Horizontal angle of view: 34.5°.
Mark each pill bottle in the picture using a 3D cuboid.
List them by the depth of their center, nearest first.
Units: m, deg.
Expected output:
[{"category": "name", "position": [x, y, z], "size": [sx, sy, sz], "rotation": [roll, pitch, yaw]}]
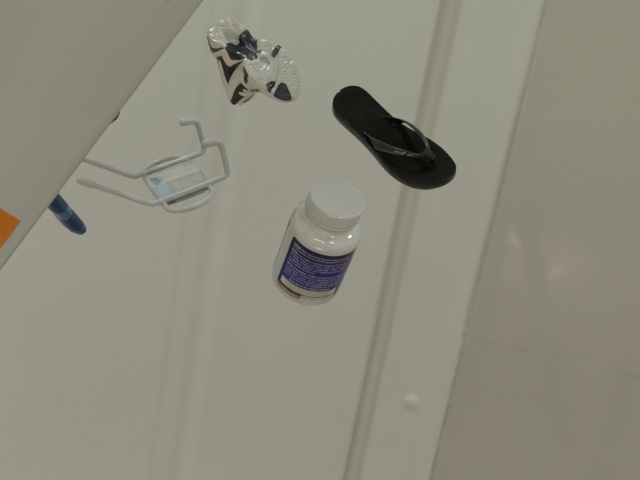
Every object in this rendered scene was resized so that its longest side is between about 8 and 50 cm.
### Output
[{"category": "pill bottle", "position": [0.000, 0.000, 1.550], "size": [0.112, 0.187, 0.112], "rotation": [11, 45, -11]}]

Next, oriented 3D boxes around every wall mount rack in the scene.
[{"category": "wall mount rack", "position": [-0.364, -0.153, 2.167], "size": [0.304, 0.131, 0.350], "rotation": [-21, 25, -14]}]

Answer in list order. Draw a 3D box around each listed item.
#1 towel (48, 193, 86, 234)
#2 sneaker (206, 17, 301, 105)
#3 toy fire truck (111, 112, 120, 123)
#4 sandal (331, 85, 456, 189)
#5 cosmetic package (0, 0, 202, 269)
[{"category": "towel", "position": [-0.423, -0.058, 1.645], "size": [0.029, 0.119, 0.067], "rotation": [-43, 44, -12]}, {"category": "sneaker", "position": [-0.117, -0.300, 1.942], "size": [0.235, 0.153, 0.094], "rotation": [35, 67, 25]}, {"category": "toy fire truck", "position": [-0.447, -0.272, 1.802], "size": [0.192, 0.047, 0.135], "rotation": [51, 23, -4]}, {"category": "sandal", "position": [0.123, -0.178, 1.779], "size": [0.254, 0.054, 0.097], "rotation": [37, 67, 10]}, {"category": "cosmetic package", "position": [-0.346, -0.161, 1.075], "size": [0.230, 0.453, 0.161], "rotation": [35, 6, -24]}]
